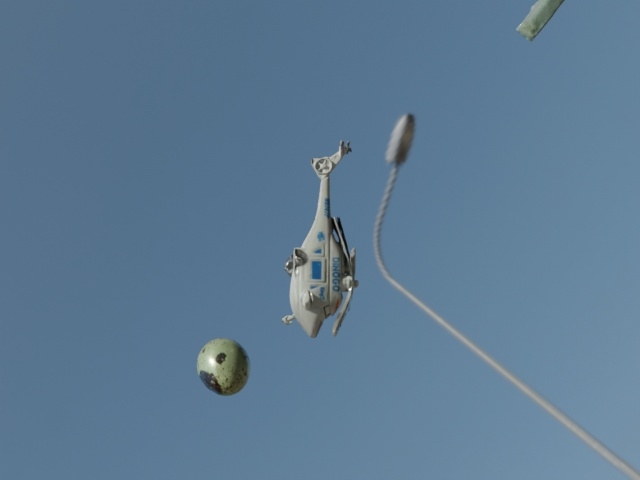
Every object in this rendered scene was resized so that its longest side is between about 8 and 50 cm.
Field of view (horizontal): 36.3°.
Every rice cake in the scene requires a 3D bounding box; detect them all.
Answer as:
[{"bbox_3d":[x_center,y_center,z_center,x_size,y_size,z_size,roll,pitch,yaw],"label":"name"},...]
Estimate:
[{"bbox_3d":[0.359,-0.380,1.467,0.180,0.042,0.030,-52,0,0],"label":"rice cake"}]

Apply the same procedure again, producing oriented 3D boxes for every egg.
[{"bbox_3d":[-0.153,0.203,1.554,0.085,0.110,0.085,-9,-55,-13],"label":"egg"}]

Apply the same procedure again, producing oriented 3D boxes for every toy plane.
[{"bbox_3d":[0.000,-0.004,1.366,0.107,0.182,0.273,1,-85,-2],"label":"toy plane"}]
